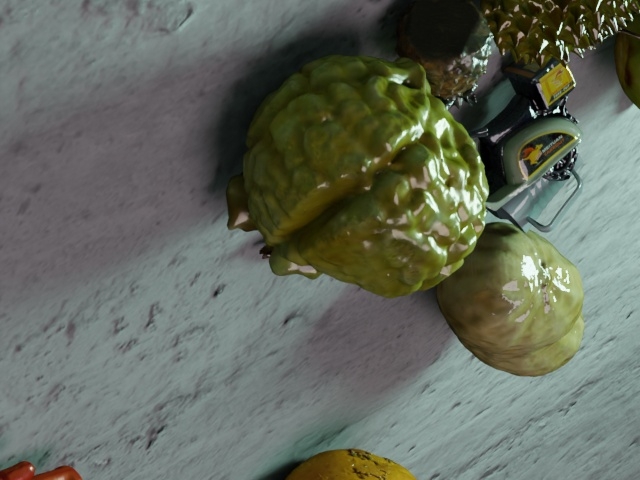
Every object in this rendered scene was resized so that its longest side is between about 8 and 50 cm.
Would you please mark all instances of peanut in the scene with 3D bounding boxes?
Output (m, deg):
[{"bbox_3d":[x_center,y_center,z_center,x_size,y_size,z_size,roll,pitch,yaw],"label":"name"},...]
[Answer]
[{"bbox_3d":[0.274,0.086,2.171,0.192,0.169,0.387,-12,159,14],"label":"peanut"}]

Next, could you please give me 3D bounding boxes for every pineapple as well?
[{"bbox_3d":[0.135,-0.193,1.698,0.108,0.108,0.198,-42,164,-6],"label":"pineapple"}]

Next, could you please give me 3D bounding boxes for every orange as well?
[{"bbox_3d":[0.040,0.423,2.241,0.246,0.246,0.246,-33,151,-22],"label":"orange"}]

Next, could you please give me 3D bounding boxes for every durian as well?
[{"bbox_3d":[0.263,-0.284,1.720,0.172,0.166,0.306,-23,156,25],"label":"durian"}]

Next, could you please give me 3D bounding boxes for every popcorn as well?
[{"bbox_3d":[0.039,-0.060,1.593,0.270,0.224,0.258,3,136,-3],"label":"popcorn"}]

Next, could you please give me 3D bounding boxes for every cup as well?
[{"bbox_3d":[0.272,-0.077,2.007,0.129,0.128,0.095,-49,151,2],"label":"cup"}]

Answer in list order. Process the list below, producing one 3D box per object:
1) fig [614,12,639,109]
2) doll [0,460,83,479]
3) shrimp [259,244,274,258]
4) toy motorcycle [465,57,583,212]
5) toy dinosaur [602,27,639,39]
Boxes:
[{"bbox_3d":[0.539,-0.224,2.025,0.326,0.258,0.258,6,131,-18],"label":"fig"},{"bbox_3d":[-0.399,0.331,1.657,0.336,0.105,0.200,-12,138,-48],"label":"doll"},{"bbox_3d":[0.000,0.000,1.828,0.190,0.042,0.101,-15,148,-46],"label":"shrimp"},{"bbox_3d":[0.206,-0.103,1.877,0.263,0.091,0.157,-38,120,-17],"label":"toy motorcycle"},{"bbox_3d":[0.323,-0.262,1.914,0.180,0.058,0.037,-6,122,-23],"label":"toy dinosaur"}]
